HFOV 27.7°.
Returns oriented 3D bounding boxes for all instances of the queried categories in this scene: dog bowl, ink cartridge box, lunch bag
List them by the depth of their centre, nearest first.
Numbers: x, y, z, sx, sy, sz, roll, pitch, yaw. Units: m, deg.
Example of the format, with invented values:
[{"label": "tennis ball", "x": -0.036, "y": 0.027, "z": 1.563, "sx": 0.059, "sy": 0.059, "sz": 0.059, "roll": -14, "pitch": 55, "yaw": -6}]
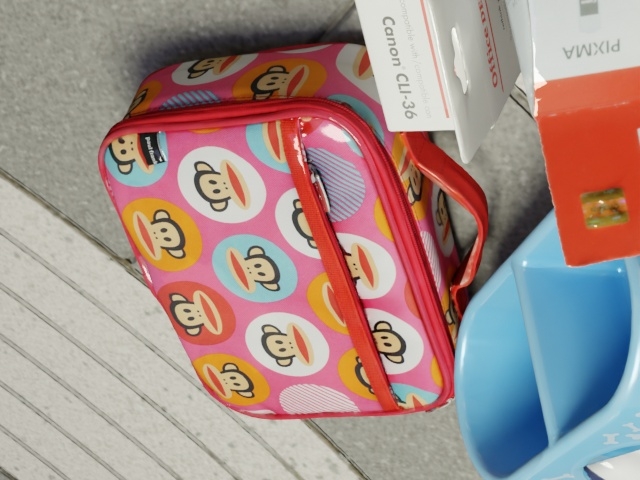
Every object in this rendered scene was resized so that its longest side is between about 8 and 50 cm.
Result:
[{"label": "ink cartridge box", "x": 0.194, "y": -0.119, "z": 0.656, "sx": 0.189, "sy": 0.232, "sz": 0.066, "roll": -10, "pitch": 168, "yaw": -3}, {"label": "ink cartridge box", "x": 0.074, "y": -0.141, "z": 0.737, "sx": 0.067, "sy": 0.198, "sz": 0.115, "roll": 1, "pitch": 127, "yaw": 26}, {"label": "dog bowl", "x": 0.165, "y": 0.068, "z": 0.819, "sx": 0.074, "sy": 0.166, "sz": 0.297, "roll": 0, "pitch": 154, "yaw": -17}, {"label": "lunch bag", "x": 0.000, "y": 0.000, "z": 0.958, "sx": 0.258, "sy": 0.120, "sz": 0.293, "roll": -4, "pitch": 127, "yaw": 25}]

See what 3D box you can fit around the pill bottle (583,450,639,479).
[{"label": "pill bottle", "x": 0.212, "y": 0.153, "z": 0.976, "sx": 0.112, "sy": 0.112, "sz": 0.187, "roll": 29, "pitch": 135, "yaw": 2}]
